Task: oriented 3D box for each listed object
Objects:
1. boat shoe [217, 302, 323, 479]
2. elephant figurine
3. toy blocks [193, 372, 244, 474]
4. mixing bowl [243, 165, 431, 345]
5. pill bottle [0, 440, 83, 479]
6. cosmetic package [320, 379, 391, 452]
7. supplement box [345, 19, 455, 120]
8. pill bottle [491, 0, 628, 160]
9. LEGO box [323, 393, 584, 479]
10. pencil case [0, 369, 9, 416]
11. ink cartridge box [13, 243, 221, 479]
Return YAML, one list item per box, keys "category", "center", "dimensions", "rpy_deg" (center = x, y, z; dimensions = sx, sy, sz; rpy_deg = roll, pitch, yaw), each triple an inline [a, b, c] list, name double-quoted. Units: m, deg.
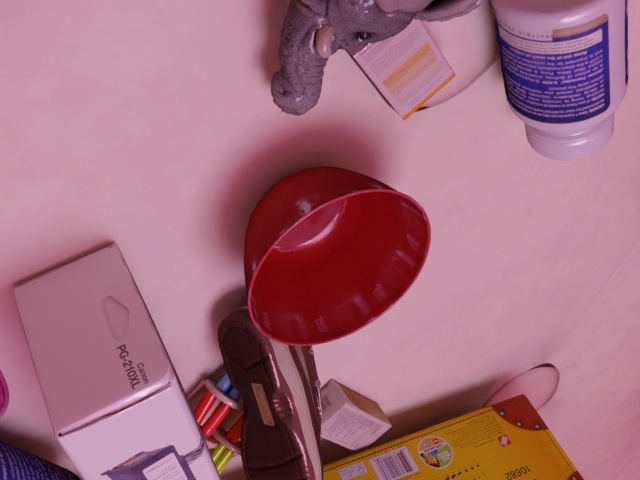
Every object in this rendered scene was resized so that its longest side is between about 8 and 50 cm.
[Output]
- category: "boat shoe"
  center: [-0.029, 0.176, 0.893]
  dimensions: [0.095, 0.095, 0.257]
  rpy_deg: [-36, 125, -49]
- category: "elephant figurine"
  center: [0.037, -0.210, 0.598]
  dimensions: [0.239, 0.186, 0.169]
  rpy_deg: [58, 45, -60]
- category: "toy blocks"
  center: [-0.105, 0.200, 0.943]
  dimensions: [0.148, 0.054, 0.123]
  rpy_deg: [-53, 148, -2]
- category: "mixing bowl"
  center: [0.000, 0.000, 0.788]
  dimensions: [0.182, 0.098, 0.181]
  rpy_deg: [-18, 136, -18]
- category: "pill bottle"
  center: [-0.306, 0.272, 0.802]
  dimensions: [0.153, 0.153, 0.264]
  rpy_deg: [-39, 139, 4]
- category: "cosmetic package"
  center: [0.032, 0.221, 1.063]
  dimensions: [0.060, 0.041, 0.115]
  rpy_deg: [-42, 139, 9]
- category: "supplement box"
  center: [0.065, -0.157, 0.729]
  dimensions: [0.062, 0.036, 0.098]
  rpy_deg: [-40, 139, 6]
- category: "pill bottle"
  center: [0.219, -0.164, 0.768]
  dimensions: [0.112, 0.112, 0.186]
  rpy_deg: [-30, 139, -6]
- category: "LEGO box"
  center: [0.075, 0.451, 1.166]
  dimensions: [0.500, 0.193, 0.372]
  rpy_deg: [-14, 142, -23]
- category: "pencil case"
  center: [-0.384, 0.166, 0.660]
  dimensions: [0.284, 0.124, 0.124]
  rpy_deg: [-34, 140, 8]
- category: "ink cartridge box"
  center: [-0.170, 0.149, 0.759]
  dimensions: [0.100, 0.172, 0.237]
  rpy_deg: [-24, 138, -13]
